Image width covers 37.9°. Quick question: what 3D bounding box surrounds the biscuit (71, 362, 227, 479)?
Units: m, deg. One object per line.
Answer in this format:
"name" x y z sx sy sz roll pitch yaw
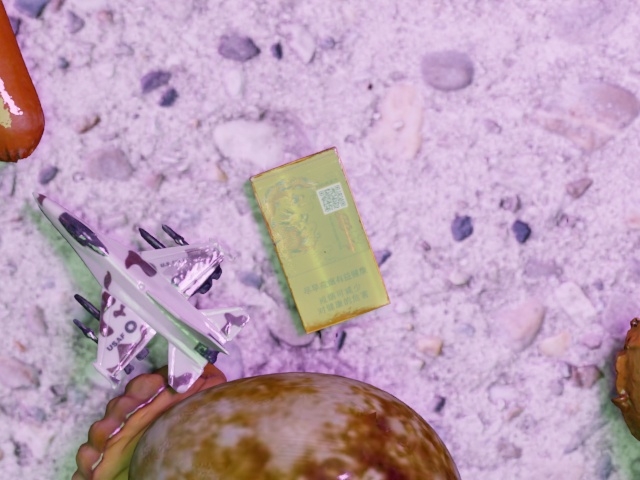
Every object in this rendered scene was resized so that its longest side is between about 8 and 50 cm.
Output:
"biscuit" -0.166 0.181 0.848 0.118 0.061 0.183 30 94 -48

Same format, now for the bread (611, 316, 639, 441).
"bread" 0.392 0.172 0.846 0.260 0.160 0.147 20 100 -12

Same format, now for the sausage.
"sausage" -0.296 -0.161 0.802 0.076 0.076 0.198 -20 98 -2

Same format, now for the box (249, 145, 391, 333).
"box" 0.000 0.000 0.865 0.089 0.022 0.156 -22 97 -3

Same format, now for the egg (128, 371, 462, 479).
"egg" -0.019 0.227 0.777 0.289 0.238 0.238 14 95 -5

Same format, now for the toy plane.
"toy plane" -0.164 0.040 0.829 0.234 0.082 0.160 37 72 15
